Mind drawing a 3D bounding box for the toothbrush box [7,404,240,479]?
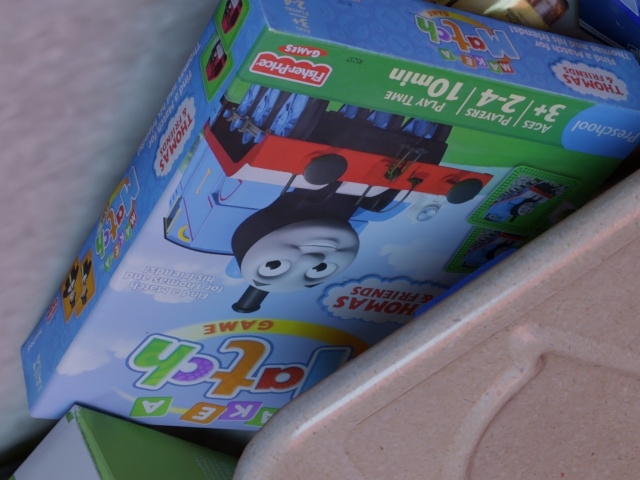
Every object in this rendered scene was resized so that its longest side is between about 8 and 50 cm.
[{"bbox_3d":[-0.049,0.214,0.623,0.206,0.122,0.283,-49,137,13],"label":"toothbrush box"}]

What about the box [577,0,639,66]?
[{"bbox_3d":[0.126,-0.145,0.503,0.059,0.054,0.169,-26,131,-16],"label":"box"}]

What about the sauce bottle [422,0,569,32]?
[{"bbox_3d":[0.032,-0.062,0.533,0.128,0.042,0.042,-37,132,16],"label":"sauce bottle"}]

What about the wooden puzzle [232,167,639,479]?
[{"bbox_3d":[0.165,0.070,0.554,0.348,0.080,0.322,-37,130,-2],"label":"wooden puzzle"}]

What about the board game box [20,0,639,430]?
[{"bbox_3d":[0.000,0.000,0.528,0.160,0.039,0.211,8,138,-30],"label":"board game box"}]
